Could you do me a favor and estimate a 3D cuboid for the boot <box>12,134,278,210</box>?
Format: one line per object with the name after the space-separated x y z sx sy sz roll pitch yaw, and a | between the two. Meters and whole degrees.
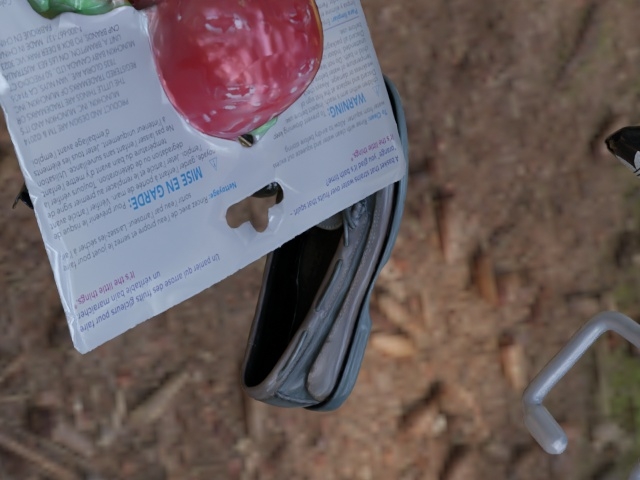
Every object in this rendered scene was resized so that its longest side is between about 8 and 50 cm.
-0.135 -0.044 1.559 0.198 0.077 0.137 25 70 -7 | boot

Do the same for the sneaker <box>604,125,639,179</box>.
0.250 -0.157 1.079 0.121 0.108 0.302 21 82 -3 | sneaker

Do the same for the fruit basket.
-0.089 -0.156 1.043 0.327 0.165 0.353 -31 113 -53 | fruit basket

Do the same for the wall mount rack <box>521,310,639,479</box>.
0.282 0.187 1.201 0.130 0.304 0.350 -50 145 1 | wall mount rack

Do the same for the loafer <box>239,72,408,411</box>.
0.000 0.000 1.497 0.084 0.096 0.267 5 96 -42 | loafer
